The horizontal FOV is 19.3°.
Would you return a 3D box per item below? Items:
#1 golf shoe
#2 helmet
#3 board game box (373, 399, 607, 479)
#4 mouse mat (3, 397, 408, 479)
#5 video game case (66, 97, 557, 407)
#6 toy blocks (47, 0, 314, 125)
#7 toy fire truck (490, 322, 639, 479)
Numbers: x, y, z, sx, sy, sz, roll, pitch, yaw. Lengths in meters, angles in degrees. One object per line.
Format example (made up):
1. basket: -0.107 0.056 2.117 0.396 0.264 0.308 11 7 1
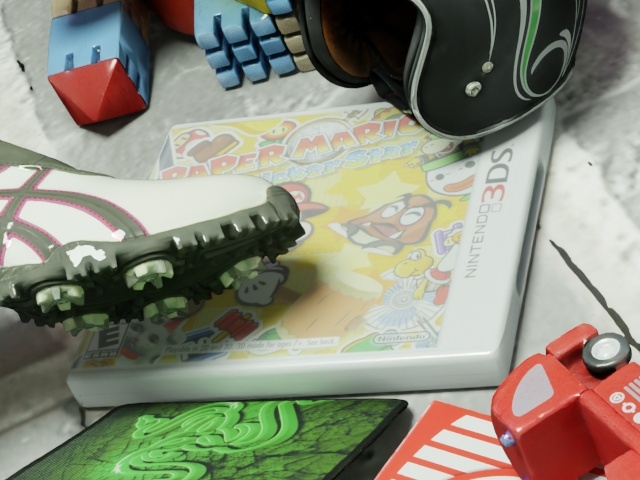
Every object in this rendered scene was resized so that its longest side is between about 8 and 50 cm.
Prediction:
1. golf shoe: -0.147 -0.011 0.913 0.273 0.105 0.120 -11 73 -2
2. helmet: 0.057 -0.149 0.987 0.169 0.161 0.169 -13 29 7
3. board game box: 0.091 0.149 0.747 0.193 0.045 0.147 12 49 36
4. mouse mat: -0.056 0.095 0.830 0.153 0.007 0.190 -3 9 19
5. video game case: 0.000 0.000 0.984 0.227 0.026 0.206 -5 41 20
6. toy blocks: -0.031 -0.213 1.160 0.381 0.190 0.261 -13 50 12
7. toy fire truck: 0.104 0.120 0.700 0.135 0.047 0.192 -32 39 -11
